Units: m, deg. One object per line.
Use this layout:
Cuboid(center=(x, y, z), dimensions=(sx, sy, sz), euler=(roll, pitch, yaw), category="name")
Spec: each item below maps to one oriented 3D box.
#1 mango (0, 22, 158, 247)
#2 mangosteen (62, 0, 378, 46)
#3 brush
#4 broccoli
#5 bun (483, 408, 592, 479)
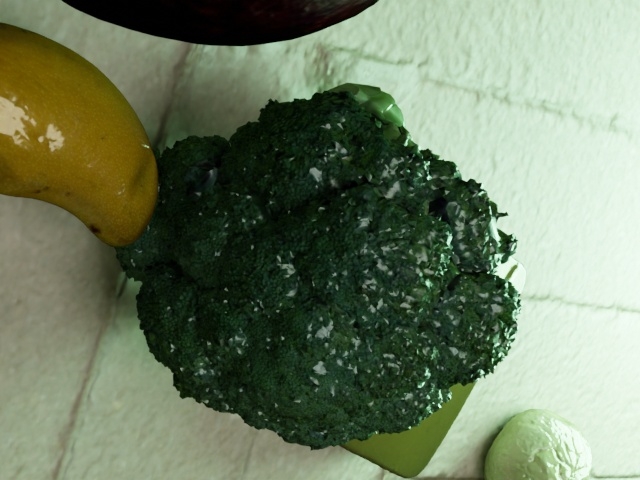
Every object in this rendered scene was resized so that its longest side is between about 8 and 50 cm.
Cuboid(center=(-0.168, -0.068, 0.940), dimensions=(0.190, 0.075, 0.098), euler=(31, 82, -30), category="mango")
Cuboid(center=(-0.035, -0.259, 0.798), dimensions=(0.307, 0.347, 0.307), euler=(13, 69, -37), category="mangosteen")
Cuboid(center=(0.076, 0.081, 1.268), dimensions=(0.123, 0.059, 0.197), euler=(34, 85, -50), category="brush")
Cuboid(center=(0.000, 0.000, 1.050), dimensions=(0.270, 0.270, 0.270), euler=(-75, 153, -46), category="broccoli")
Cuboid(center=(0.200, 0.208, 1.438), dimensions=(0.115, 0.069, 0.115), euler=(-19, 120, -38), category="bun")
